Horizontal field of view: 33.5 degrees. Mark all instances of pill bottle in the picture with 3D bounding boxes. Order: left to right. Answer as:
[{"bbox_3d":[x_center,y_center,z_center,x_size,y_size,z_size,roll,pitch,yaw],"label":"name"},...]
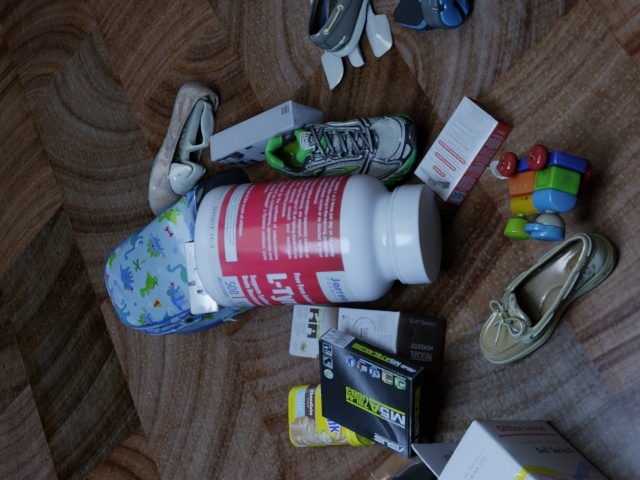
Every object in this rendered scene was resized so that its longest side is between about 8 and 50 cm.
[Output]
[{"bbox_3d":[0.000,0.000,1.901,0.408,0.229,0.229,-4,78,20],"label":"pill bottle"}]

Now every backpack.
[{"bbox_3d":[-0.273,0.056,2.202,0.355,0.273,0.290,-31,79,48],"label":"backpack"}]

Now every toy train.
[{"bbox_3d":[0.331,-0.065,1.742,0.248,0.105,0.143,171,112,-68],"label":"toy train"}]

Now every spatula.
[{"bbox_3d":[0.055,-0.442,2.138,0.168,0.019,0.242,-34,57,34],"label":"spatula"}]

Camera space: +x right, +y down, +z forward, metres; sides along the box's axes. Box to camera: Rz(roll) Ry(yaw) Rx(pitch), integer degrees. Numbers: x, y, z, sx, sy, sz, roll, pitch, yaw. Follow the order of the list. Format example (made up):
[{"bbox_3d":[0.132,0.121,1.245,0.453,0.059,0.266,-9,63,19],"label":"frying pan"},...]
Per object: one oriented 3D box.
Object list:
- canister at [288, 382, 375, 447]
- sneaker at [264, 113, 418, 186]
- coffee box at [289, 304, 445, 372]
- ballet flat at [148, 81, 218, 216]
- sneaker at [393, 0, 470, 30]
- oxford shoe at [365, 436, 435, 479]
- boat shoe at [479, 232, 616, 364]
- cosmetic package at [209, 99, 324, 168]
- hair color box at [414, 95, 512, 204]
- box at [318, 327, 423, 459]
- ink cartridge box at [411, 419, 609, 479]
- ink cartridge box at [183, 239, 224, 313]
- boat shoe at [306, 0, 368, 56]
[{"bbox_3d":[0.022,0.323,1.979,0.170,0.073,0.126,-14,73,42],"label":"canister"},{"bbox_3d":[0.038,-0.165,2.010,0.344,0.146,0.134,-11,75,40],"label":"sneaker"},{"bbox_3d":[0.083,0.174,1.905,0.247,0.141,0.098,1,83,43],"label":"coffee box"},{"bbox_3d":[-0.298,-0.197,2.356,0.106,0.108,0.315,16,94,36],"label":"ballet flat"},{"bbox_3d":[0.204,-0.552,1.949,0.140,0.125,0.340,4,82,48],"label":"sneaker"},{"bbox_3d":[0.123,0.419,1.882,0.212,0.076,0.076,-39,33,27],"label":"oxford shoe"},{"bbox_3d":[0.347,0.089,1.714,0.285,0.089,0.104,-51,52,23],"label":"boat shoe"},{"bbox_3d":[-0.111,-0.213,2.189,0.239,0.099,0.060,-19,72,39],"label":"cosmetic package"},{"bbox_3d":[0.251,-0.158,1.876,0.093,0.053,0.167,47,112,36],"label":"hair color box"},{"bbox_3d":[0.084,0.259,1.807,0.191,0.045,0.184,22,128,30],"label":"box"},{"bbox_3d":[0.326,0.377,1.596,0.353,0.207,0.119,42,112,38],"label":"ink cartridge box"},{"bbox_3d":[-0.211,0.064,2.008,0.056,0.099,0.135,-5,95,11],"label":"ink cartridge box"},{"bbox_3d":[0.047,-0.519,2.088,0.109,0.091,0.305,10,86,45],"label":"boat shoe"}]
